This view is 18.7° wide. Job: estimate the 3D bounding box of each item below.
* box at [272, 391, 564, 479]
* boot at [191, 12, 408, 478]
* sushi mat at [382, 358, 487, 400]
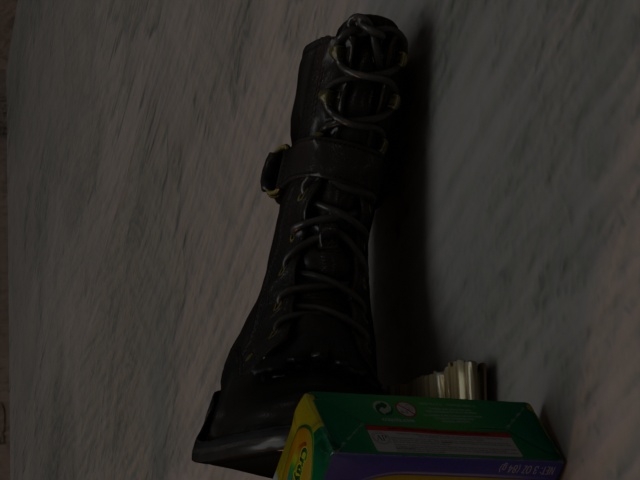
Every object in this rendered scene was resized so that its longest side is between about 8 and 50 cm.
[{"bbox_3d":[0.018,0.145,0.797,0.043,0.105,0.179,-117,39,-49],"label":"box"},{"bbox_3d":[0.000,0.000,0.950,0.263,0.091,0.229,-179,101,-79],"label":"boot"},{"bbox_3d":[0.054,0.217,0.885,0.151,0.019,0.316,141,129,-71],"label":"sushi mat"}]
